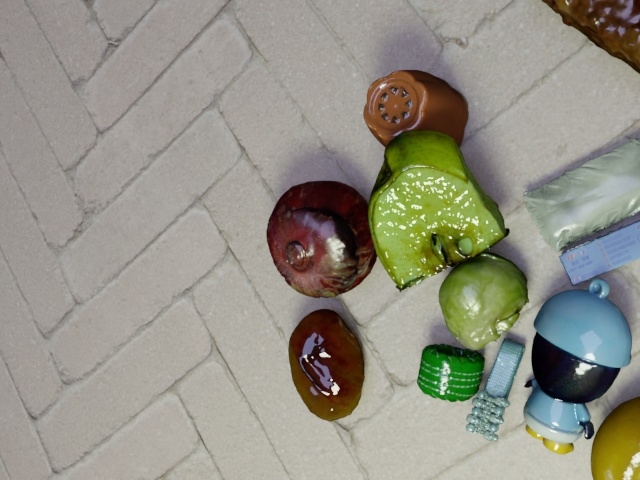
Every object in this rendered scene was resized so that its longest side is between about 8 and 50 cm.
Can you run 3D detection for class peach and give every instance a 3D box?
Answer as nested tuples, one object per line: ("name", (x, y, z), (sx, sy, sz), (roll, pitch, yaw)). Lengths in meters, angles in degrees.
("peach", (0.569, 0.373, 1.079), (0.251, 0.153, 0.251), (10, 113, 25))

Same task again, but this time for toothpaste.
("toothpaste", (0.557, -0.004, 1.157), (0.272, 0.053, 0.066), (-27, 80, 23))

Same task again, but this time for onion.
("onion", (0.000, 0.000, 1.372), (0.246, 0.190, 0.246), (10, 110, 27))

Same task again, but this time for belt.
("belt", (0.329, 0.272, 1.240), (0.065, 0.100, 0.179), (18, 94, 23))

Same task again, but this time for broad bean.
("broad bean", (0.013, 0.258, 1.393), (0.156, 0.122, 0.228), (-15, 87, 1))

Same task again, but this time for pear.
("pear", (0.179, -0.069, 1.232), (0.238, 0.164, 0.255), (-31, 111, 24))

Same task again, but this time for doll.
("doll", (0.441, 0.213, 1.162), (0.177, 0.141, 0.314), (37, 121, 55))

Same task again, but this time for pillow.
("pillow", (0.491, -0.079, 1.194), (0.229, 0.051, 0.128), (-28, 78, 22))

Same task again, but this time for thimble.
("thimble", (0.247, 0.249, 1.266), (0.118, 0.130, 0.090), (-165, 83, -66))

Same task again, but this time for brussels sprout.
("brussels sprout", (0.295, 0.107, 1.250), (0.145, 0.131, 0.183), (37, 105, 1))

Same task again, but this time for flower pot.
("flower pot", (0.174, -0.243, 1.301), (0.191, 0.173, 0.190), (0, 90, 28))

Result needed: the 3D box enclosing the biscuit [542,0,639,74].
("biscuit", (0.581, -0.454, 1.097), (0.342, 0.166, 0.395), (-48, 67, 19))
